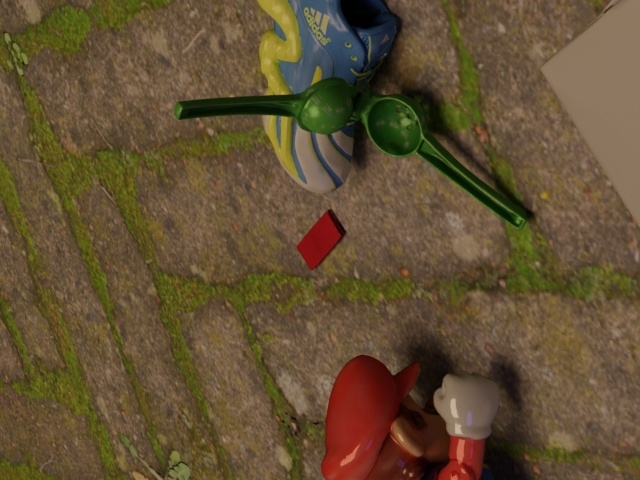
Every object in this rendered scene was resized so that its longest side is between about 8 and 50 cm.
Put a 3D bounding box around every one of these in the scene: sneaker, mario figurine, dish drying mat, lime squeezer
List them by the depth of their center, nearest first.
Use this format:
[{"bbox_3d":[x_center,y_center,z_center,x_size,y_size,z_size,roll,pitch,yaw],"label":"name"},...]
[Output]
[{"bbox_3d":[0.027,-0.089,1.303,0.310,0.110,0.059,18,144,-11],"label":"lime squeezer"},{"bbox_3d":[0.010,-0.148,1.358,0.126,0.091,0.240,12,124,45],"label":"sneaker"},{"bbox_3d":[0.142,0.226,1.437,0.320,0.170,0.198,47,108,7],"label":"mario figurine"},{"bbox_3d":[0.000,0.000,1.544,0.032,0.008,0.083,57,147,11],"label":"dish drying mat"}]

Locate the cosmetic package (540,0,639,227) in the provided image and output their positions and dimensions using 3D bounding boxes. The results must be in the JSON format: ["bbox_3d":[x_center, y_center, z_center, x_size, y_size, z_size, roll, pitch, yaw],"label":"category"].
[{"bbox_3d":[0.326,-0.023,0.945,0.366,0.155,0.197,61,146,6],"label":"cosmetic package"}]
